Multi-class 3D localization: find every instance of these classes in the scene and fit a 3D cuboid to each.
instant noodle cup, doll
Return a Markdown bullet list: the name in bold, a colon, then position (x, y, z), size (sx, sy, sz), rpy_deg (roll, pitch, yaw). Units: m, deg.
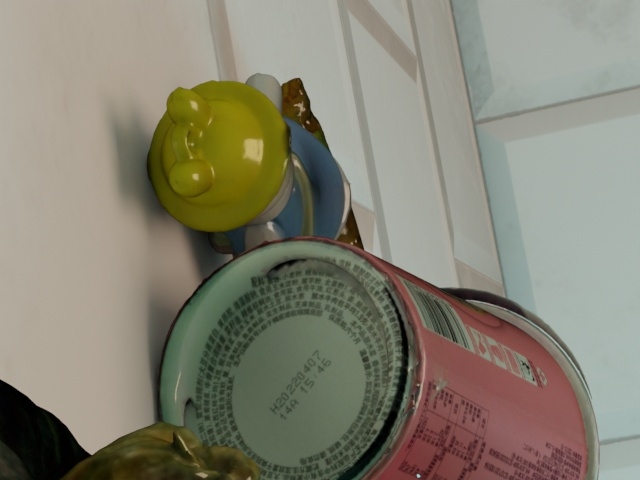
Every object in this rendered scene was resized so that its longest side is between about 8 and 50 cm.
- **instant noodle cup**: position (0.028, 0.110, 0.932), size (0.255, 0.244, 0.244), rpy_deg (35, 44, -59)
- **doll**: position (-0.044, -0.040, 0.969), size (0.135, 0.099, 0.241), rpy_deg (-62, 161, -1)

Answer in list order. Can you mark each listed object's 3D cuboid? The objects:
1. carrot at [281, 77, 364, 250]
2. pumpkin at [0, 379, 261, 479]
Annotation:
- **carrot**: position (0.000, 0.000, 1.192), size (0.070, 0.070, 0.260), rpy_deg (-71, 146, -65)
- **pumpkin**: position (-0.104, 0.114, 0.350), size (0.250, 0.216, 0.250), rpy_deg (50, -7, 9)
